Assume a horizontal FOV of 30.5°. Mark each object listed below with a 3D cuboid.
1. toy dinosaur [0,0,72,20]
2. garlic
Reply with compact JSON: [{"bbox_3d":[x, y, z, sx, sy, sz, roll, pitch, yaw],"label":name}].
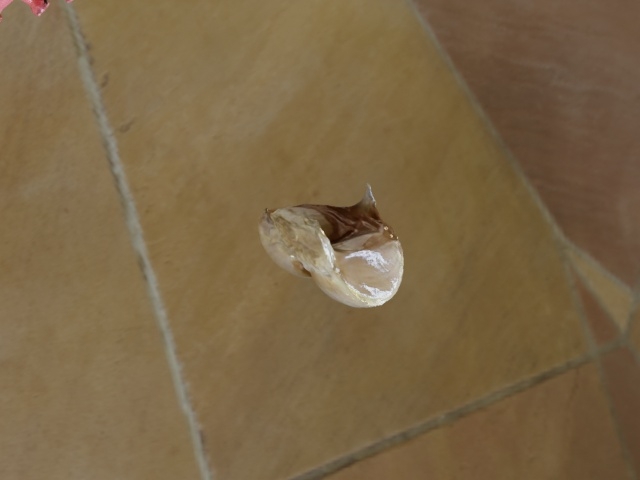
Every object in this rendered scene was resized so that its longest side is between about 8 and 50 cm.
[{"bbox_3d":[-0.269,-0.272,1.029,0.139,0.286,0.070,54,55,-24],"label":"toy dinosaur"},{"bbox_3d":[0.007,0.003,1.261,0.099,0.174,0.124,-38,134,-33],"label":"garlic"}]
